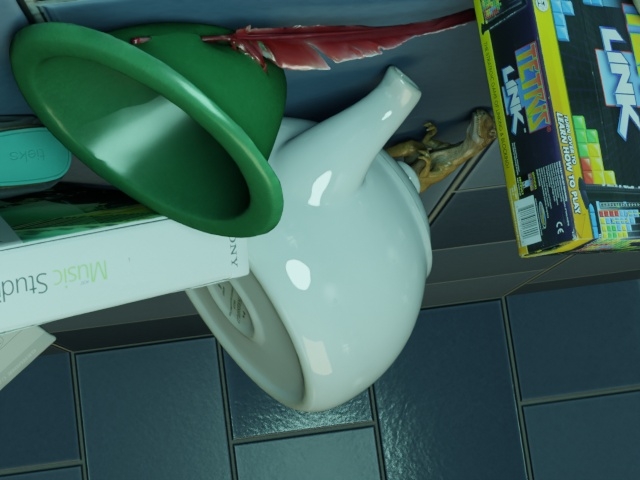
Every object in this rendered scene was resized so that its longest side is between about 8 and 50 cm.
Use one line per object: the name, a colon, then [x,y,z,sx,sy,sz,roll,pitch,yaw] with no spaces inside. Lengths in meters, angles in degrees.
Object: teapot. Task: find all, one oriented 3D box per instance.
teapot: [0.000,0.000,1.001,0.187,0.253,0.256,-34,-157,-21]

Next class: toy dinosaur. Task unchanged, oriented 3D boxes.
toy dinosaur: [0.082,-0.060,1.132,0.112,0.064,0.211,-5,172,-27]

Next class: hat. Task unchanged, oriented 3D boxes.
hat: [-0.050,-0.119,0.763,0.208,0.184,0.173,38,156,-15]

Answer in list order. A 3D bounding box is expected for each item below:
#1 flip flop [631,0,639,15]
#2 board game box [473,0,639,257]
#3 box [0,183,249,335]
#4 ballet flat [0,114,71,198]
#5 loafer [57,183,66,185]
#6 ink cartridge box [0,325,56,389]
flip flop: [0.246,-0.152,0.588,0.112,0.080,0.277,-6,170,-29]
board game box: [0.161,-0.078,0.710,0.141,0.170,0.048,-3,169,-34]
box: [-0.240,0.002,0.885,0.232,0.059,0.322,-13,-164,-43]
ballet flat: [-0.267,-0.053,0.855,0.203,0.074,0.074,-7,174,-45]
loafer: [-0.230,0.003,1.169,0.268,0.092,0.102,-1,169,-38]
ink cartridge box: [-0.438,0.137,1.245,0.296,0.066,0.261,-43,155,-5]
